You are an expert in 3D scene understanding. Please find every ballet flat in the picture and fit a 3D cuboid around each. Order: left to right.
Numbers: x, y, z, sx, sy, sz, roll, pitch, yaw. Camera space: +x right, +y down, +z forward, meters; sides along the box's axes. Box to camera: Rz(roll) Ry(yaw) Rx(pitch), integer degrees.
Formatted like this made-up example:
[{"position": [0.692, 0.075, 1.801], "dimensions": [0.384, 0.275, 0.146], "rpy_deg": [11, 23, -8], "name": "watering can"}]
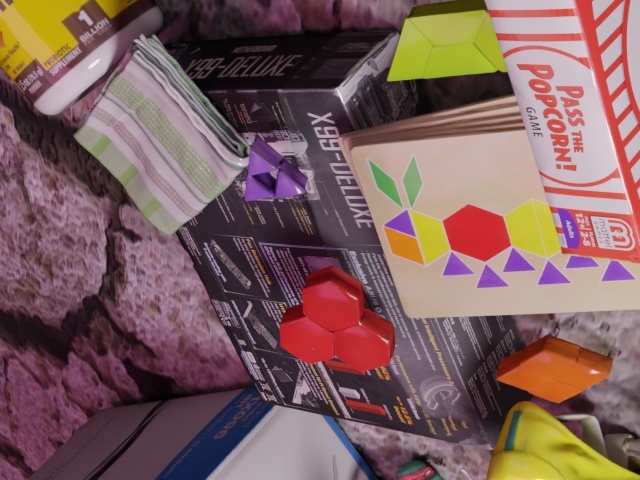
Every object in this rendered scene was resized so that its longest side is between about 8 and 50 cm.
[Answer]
[{"position": [0.194, 0.165, 0.932], "dimensions": [0.077, 0.077, 0.231], "rpy_deg": [-14, 151, 38], "name": "ballet flat"}]

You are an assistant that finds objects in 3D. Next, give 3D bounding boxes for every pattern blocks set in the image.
[{"position": [0.109, -0.016, 0.810], "dimensions": [0.324, 0.026, 0.285], "rpy_deg": [3, 128, 20], "name": "pattern blocks set"}]

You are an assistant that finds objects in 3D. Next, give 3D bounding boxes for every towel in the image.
[{"position": [-0.116, -0.067, 0.945], "dimensions": [0.113, 0.023, 0.152], "rpy_deg": [50, 146, -2], "name": "towel"}]

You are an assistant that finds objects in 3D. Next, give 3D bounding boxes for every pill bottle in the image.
[{"position": [-0.220, -0.204, 0.964], "dimensions": [0.215, 0.117, 0.117], "rpy_deg": [51, 146, -8], "name": "pill bottle"}]

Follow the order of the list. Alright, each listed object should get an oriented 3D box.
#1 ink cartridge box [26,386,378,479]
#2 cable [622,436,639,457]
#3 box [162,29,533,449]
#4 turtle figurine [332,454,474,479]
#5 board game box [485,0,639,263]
[{"position": [-0.097, 0.306, 1.323], "dimensions": [0.395, 0.166, 0.285], "rpy_deg": [-15, 115, 52], "name": "ink cartridge box"}, {"position": [0.337, 0.156, 0.833], "dimensions": [0.287, 0.072, 0.139], "rpy_deg": [27, 129, 5], "name": "cable"}, {"position": [0.000, 0.000, 0.982], "dimensions": [0.242, 0.076, 0.307], "rpy_deg": [4, 129, 44], "name": "box"}, {"position": [0.104, 0.269, 1.121], "dimensions": [0.118, 0.175, 0.234], "rpy_deg": [16, -127, -82], "name": "turtle figurine"}, {"position": [0.154, -0.105, 0.604], "dimensions": [0.045, 0.193, 0.147], "rpy_deg": [8, 132, 42], "name": "board game box"}]
